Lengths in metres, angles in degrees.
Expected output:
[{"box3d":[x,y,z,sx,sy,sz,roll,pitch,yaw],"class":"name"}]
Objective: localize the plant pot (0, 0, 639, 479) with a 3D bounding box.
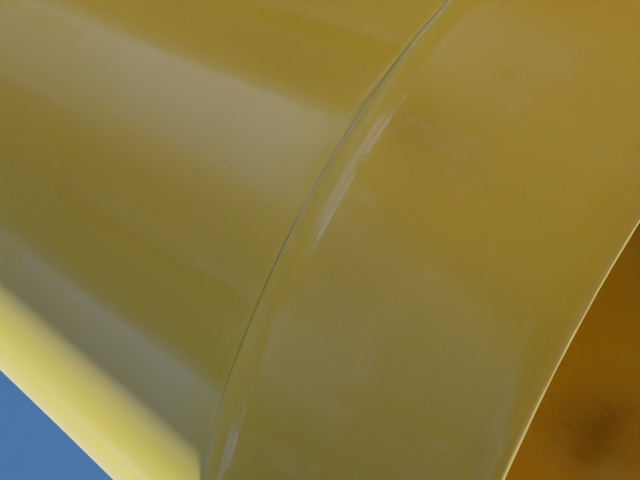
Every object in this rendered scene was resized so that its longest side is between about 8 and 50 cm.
[{"box3d":[0.000,0.000,0.646,0.239,0.254,0.254,27,-171,20],"class":"plant pot"}]
